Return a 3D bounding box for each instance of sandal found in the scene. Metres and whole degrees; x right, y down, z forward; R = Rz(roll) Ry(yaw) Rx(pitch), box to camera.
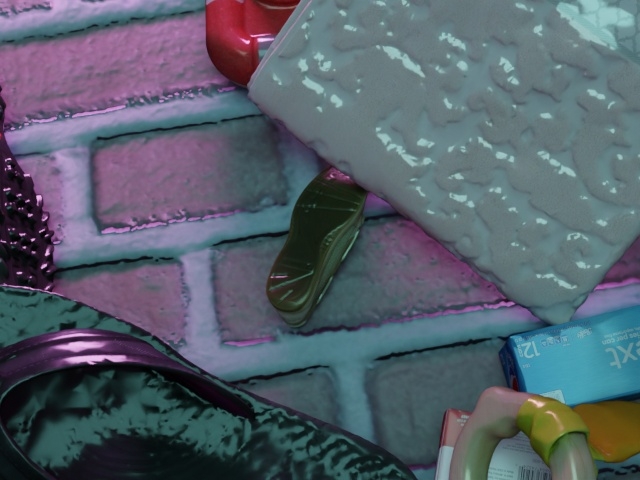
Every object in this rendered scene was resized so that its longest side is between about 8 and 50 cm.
[{"bbox_3d":[-0.128,0.138,0.727,0.446,0.107,0.167,19,70,-4],"label":"sandal"}]

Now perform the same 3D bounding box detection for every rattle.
[{"bbox_3d":[0.161,0.210,0.738,0.130,0.143,0.199,6,87,39],"label":"rattle"}]

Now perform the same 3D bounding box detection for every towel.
[{"bbox_3d":[0.149,-0.140,0.795,0.332,0.053,0.317,38,114,5],"label":"towel"}]

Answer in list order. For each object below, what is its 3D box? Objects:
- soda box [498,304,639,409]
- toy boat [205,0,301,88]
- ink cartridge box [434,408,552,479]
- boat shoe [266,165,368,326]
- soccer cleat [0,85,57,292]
[{"bbox_3d":[0.255,0.090,0.813,0.210,0.071,0.067,-13,73,-2],"label":"soda box"},{"bbox_3d":[-0.034,-0.256,0.904,0.151,0.151,0.231,-4,71,1],"label":"toy boat"},{"bbox_3d":[0.134,0.208,0.787,0.099,0.056,0.135,9,73,7],"label":"ink cartridge box"},{"bbox_3d":[0.002,0.001,0.877,0.056,0.048,0.153,14,65,19],"label":"boat shoe"},{"bbox_3d":[-0.322,-0.054,0.883,0.116,0.108,0.318,-27,70,7],"label":"soccer cleat"}]
